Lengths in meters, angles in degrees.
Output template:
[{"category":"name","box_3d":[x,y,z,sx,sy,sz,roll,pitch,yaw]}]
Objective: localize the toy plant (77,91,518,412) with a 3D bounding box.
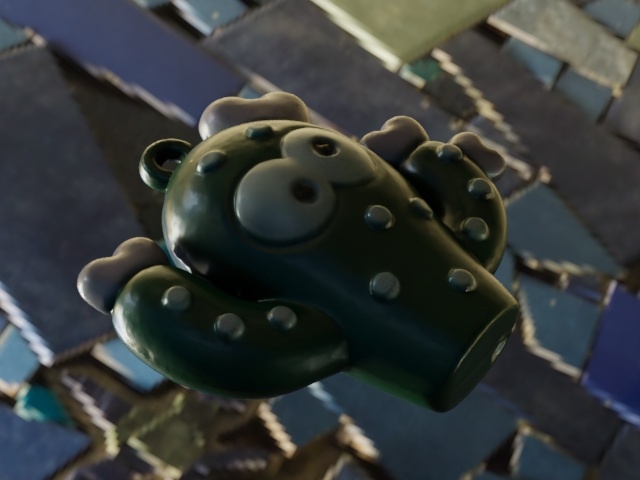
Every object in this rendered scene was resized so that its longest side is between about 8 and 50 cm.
[{"category":"toy plant","box_3d":[-0.004,0.002,1.037,0.243,0.232,0.112,12,136,3]}]
